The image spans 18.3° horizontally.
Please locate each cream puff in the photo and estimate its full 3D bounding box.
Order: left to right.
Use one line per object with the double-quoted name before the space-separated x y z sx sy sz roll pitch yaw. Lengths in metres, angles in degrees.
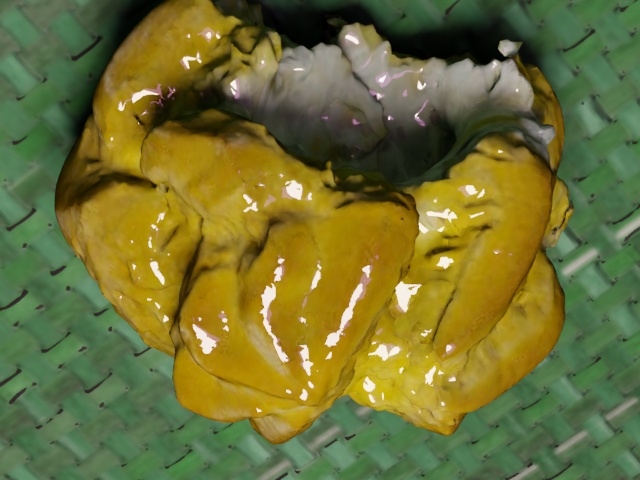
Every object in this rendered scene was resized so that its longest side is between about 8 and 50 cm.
"cream puff" -0.002 0.005 0.839 0.221 0.195 0.195 9 119 -11
